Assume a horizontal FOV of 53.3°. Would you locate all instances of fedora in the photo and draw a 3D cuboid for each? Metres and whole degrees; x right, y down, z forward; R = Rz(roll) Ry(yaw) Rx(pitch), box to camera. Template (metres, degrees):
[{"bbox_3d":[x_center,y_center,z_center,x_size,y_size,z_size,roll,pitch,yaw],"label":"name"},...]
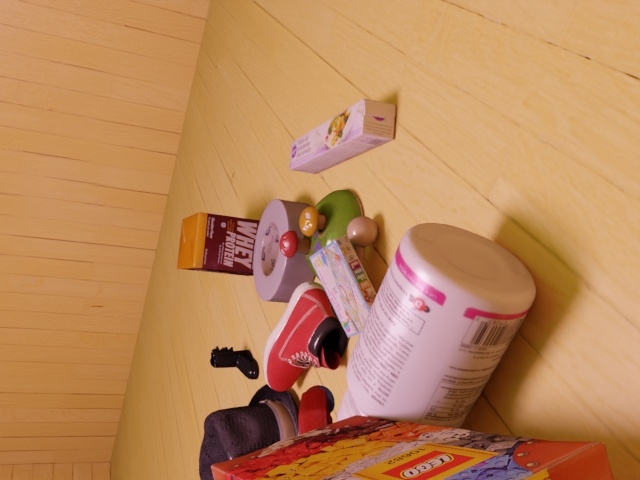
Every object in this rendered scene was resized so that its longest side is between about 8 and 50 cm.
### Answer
[{"bbox_3d":[-0.163,0.443,1.326,0.334,0.153,0.334,-39,46,56],"label":"fedora"}]

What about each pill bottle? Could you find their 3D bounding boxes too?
[{"bbox_3d":[0.126,0.135,0.772,0.160,0.160,0.283,-118,42,-53],"label":"pill bottle"}]

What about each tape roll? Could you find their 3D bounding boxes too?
[{"bbox_3d":[-0.077,0.023,1.367,0.219,0.072,0.219,-174,90,-67],"label":"tape roll"}]

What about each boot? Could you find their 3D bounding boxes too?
[{"bbox_3d":[-0.031,0.223,1.197,0.244,0.088,0.176,-68,29,23],"label":"boot"},{"bbox_3d":[-0.214,0.301,1.563,0.121,0.099,0.045,-133,53,-60],"label":"boot"}]

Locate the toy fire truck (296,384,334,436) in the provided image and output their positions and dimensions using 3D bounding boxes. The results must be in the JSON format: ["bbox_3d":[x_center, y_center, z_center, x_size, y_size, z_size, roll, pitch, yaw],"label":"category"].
[{"bbox_3d":[0.005,0.350,0.920,0.254,0.169,0.302,-100,0,-61],"label":"toy fire truck"}]

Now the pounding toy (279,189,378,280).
[{"bbox_3d":[0.000,0.000,1.155,0.237,0.110,0.183,-132,53,-60],"label":"pounding toy"}]

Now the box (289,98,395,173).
[{"bbox_3d":[0.031,-0.187,1.194,0.324,0.067,0.063,167,109,-66],"label":"box"}]

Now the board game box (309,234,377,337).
[{"bbox_3d":[0.044,0.078,1.052,0.154,0.026,0.103,64,149,5],"label":"board game box"}]

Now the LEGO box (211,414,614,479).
[{"bbox_3d":[0.102,0.424,0.534,0.372,0.193,0.500,-25,79,63],"label":"LEGO box"}]

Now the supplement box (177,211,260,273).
[{"bbox_3d":[-0.230,0.014,1.563,0.191,0.194,0.129,171,104,-65],"label":"supplement box"}]
